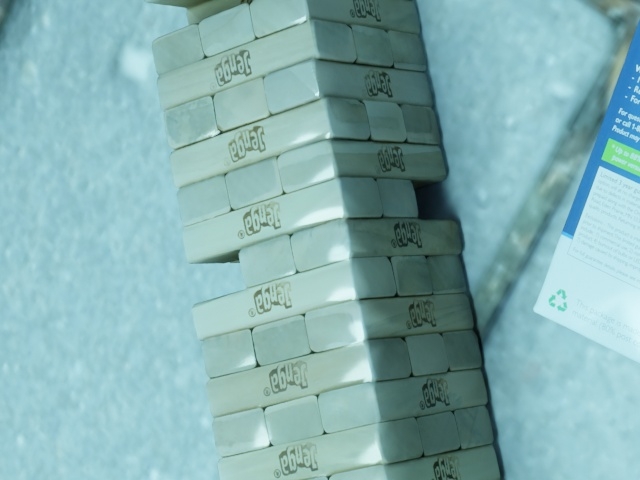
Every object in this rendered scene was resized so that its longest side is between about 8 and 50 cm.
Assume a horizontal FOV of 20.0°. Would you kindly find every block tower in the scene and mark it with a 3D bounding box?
[{"bbox_3d":[0.000,0.000,0.791,0.091,0.097,0.335,-16,82,36],"label":"block tower"}]

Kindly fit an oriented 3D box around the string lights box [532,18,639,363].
[{"bbox_3d":[0.190,-0.067,0.663,0.133,0.077,0.259,27,105,32],"label":"string lights box"}]
